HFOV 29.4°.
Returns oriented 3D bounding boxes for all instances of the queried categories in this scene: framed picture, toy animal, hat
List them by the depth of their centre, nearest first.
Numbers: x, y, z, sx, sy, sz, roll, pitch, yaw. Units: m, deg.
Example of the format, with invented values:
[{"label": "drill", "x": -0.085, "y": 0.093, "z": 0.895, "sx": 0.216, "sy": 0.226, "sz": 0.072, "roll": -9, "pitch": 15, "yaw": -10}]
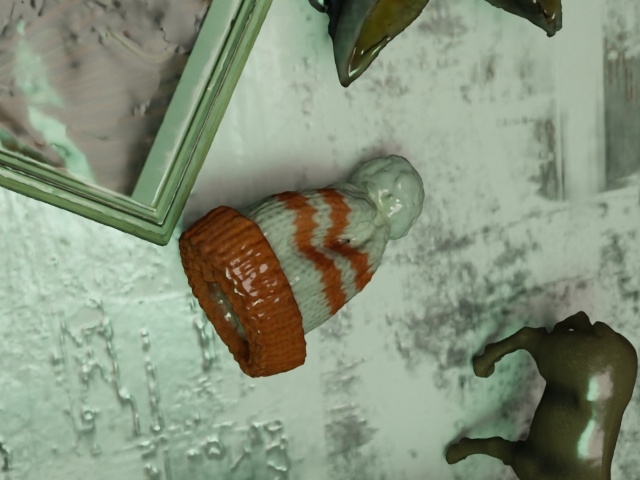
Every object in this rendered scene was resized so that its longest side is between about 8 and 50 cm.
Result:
[{"label": "framed picture", "x": -0.162, "y": -0.135, "z": 0.668, "sx": 0.273, "sy": 0.016, "sz": 0.216, "roll": 21, "pitch": 95, "yaw": -26}, {"label": "hat", "x": 0.000, "y": 0.000, "z": 0.732, "sx": 0.162, "sy": 0.093, "sz": 0.112, "roll": -29, "pitch": 124, "yaw": -19}, {"label": "toy animal", "x": 0.151, "y": 0.155, "z": 0.775, "sx": 0.093, "sy": 0.186, "sz": 0.214, "roll": 11, "pitch": 98, "yaw": -29}]

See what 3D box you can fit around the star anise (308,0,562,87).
[{"label": "star anise", "x": 0.059, "y": -0.244, "z": 0.663, "sx": 0.331, "sy": 0.117, "sz": 0.332, "roll": -16, "pitch": 122, "yaw": -27}]
